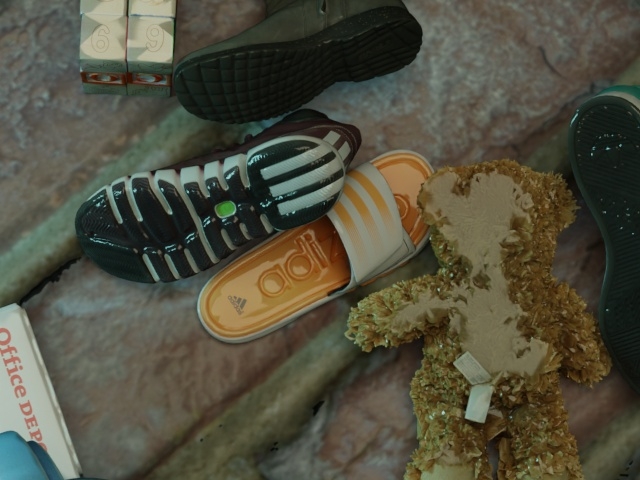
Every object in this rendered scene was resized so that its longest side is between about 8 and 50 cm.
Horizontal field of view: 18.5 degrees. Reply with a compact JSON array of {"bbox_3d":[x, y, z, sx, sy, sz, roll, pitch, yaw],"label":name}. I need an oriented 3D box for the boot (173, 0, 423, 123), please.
[{"bbox_3d":[-0.037,-0.203,1.852,0.246,0.083,0.161,-16,45,-13],"label":"boot"}]

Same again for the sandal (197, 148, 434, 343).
[{"bbox_3d":[0.006,0.009,1.834,0.265,0.076,0.102,-35,84,-9],"label":"sandal"}]

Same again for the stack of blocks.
[{"bbox_3d":[-0.173,-0.298,1.831,0.087,0.171,0.297,3,80,-3],"label":"stack of blocks"}]

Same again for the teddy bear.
[{"bbox_3d":[0.154,0.097,1.825,0.245,0.113,0.338,-18,89,-1],"label":"teddy bear"}]

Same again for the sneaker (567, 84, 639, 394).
[{"bbox_3d":[0.313,-0.013,1.827,0.124,0.178,0.295,-5,106,28],"label":"sneaker"}]

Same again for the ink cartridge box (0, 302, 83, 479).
[{"bbox_3d":[-0.349,0.179,1.766,0.237,0.100,0.172,-20,83,-7],"label":"ink cartridge box"}]

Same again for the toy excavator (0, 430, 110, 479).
[{"bbox_3d":[-0.121,0.337,1.659,0.445,0.222,0.433,-20,98,-18],"label":"toy excavator"}]

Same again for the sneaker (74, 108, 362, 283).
[{"bbox_3d":[-0.081,-0.048,1.833,0.281,0.162,0.106,-13,107,26],"label":"sneaker"}]
